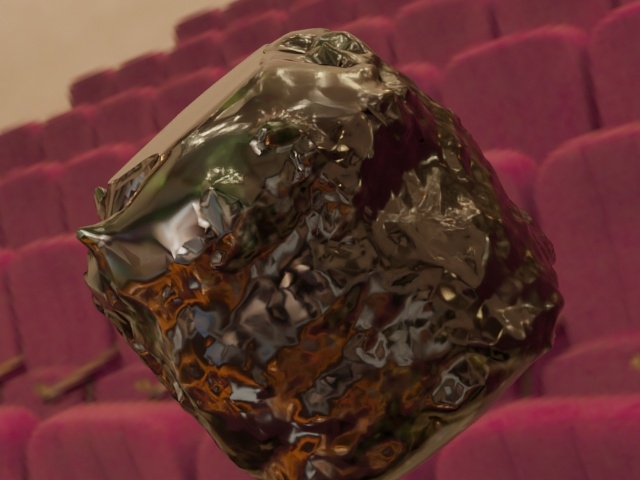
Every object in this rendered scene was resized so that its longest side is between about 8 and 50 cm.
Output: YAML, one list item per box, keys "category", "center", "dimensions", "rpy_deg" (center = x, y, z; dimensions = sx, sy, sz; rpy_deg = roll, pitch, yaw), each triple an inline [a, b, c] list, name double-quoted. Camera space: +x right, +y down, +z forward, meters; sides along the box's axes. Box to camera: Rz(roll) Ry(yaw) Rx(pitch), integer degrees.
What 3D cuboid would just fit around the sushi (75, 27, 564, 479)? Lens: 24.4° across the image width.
- category: "sushi"
  center: [0.000, 0.000, 0.501]
  dimensions: [0.124, 0.127, 0.225]
  rpy_deg: [-38, 4, 6]
